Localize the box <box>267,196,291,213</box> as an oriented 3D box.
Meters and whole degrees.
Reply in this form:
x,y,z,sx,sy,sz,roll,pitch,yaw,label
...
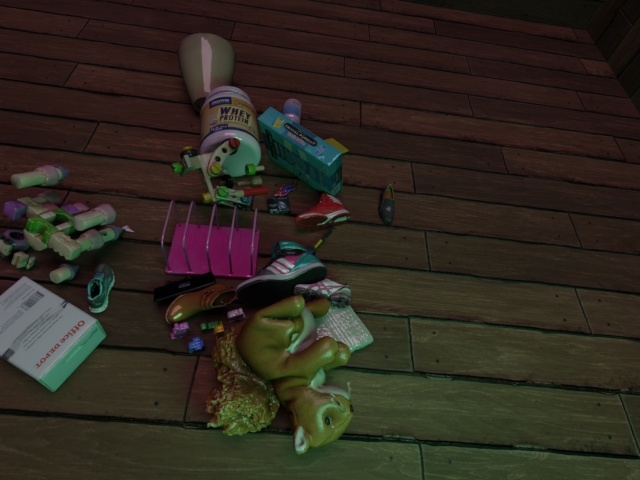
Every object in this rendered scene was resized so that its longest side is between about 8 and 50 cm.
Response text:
x,y,z,sx,sy,sz,roll,pitch,yaw,label
-0.159,-0.133,1.596,0.084,0.018,0.067,-5,55,-13,box

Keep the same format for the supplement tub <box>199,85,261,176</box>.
x,y,z,sx,sy,sz,roll,pitch,yaw,label
-0.358,-0.433,1.649,0.229,0.228,0.316,-3,56,-12,supplement tub

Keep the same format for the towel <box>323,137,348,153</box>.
x,y,z,sx,sy,sz,roll,pitch,yaw,label
0.022,-0.378,1.755,0.102,0.021,0.237,41,38,13,towel

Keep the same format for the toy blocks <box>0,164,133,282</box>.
x,y,z,sx,sy,sz,roll,pitch,yaw,label
-0.808,-0.056,1.348,0.289,0.308,0.260,34,23,1,toy blocks

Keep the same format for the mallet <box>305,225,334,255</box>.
x,y,z,sx,sy,sz,roll,pitch,yaw,label
0.000,0.000,1.500,0.039,0.062,0.189,32,56,12,mallet

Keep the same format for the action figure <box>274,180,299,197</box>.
x,y,z,sx,sy,sz,roll,pitch,yaw,label
-0.136,-0.199,1.643,0.115,0.030,0.038,-34,71,-26,action figure

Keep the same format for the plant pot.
x,y,z,sx,sy,sz,roll,pitch,yaw,label
-0.496,-0.703,1.831,0.257,0.256,0.273,-2,71,-11,plant pot

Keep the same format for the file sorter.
x,y,z,sx,sy,sz,roll,pitch,yaw,label
-0.353,-0.009,1.376,0.291,0.182,0.202,4,55,-6,file sorter

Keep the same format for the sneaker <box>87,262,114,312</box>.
x,y,z,sx,sy,sz,roll,pitch,yaw,label
-0.679,0.134,1.287,0.065,0.076,0.166,-4,56,-13,sneaker

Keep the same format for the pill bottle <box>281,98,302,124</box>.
x,y,z,sx,sy,sz,roll,pitch,yaw,label
-0.130,-0.546,1.852,0.087,0.087,0.160,7,54,-4,pill bottle

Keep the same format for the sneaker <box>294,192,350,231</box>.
x,y,z,sx,sy,sz,roll,pitch,yaw,label
-0.009,-0.109,1.578,0.221,0.087,0.128,-6,47,-28,sneaker

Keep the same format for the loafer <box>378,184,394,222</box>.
x,y,z,sx,sy,sz,roll,pitch,yaw,label
0.264,-0.147,1.648,0.062,0.061,0.169,5,55,-7,loafer

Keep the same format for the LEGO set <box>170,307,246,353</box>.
x,y,z,sx,sy,sz,roll,pitch,yaw,label
-0.325,0.266,1.240,0.227,0.093,0.087,-14,59,-19,LEGO set

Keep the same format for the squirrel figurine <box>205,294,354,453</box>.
x,y,z,sx,sy,sz,roll,pitch,yaw,label
-0.103,0.380,1.127,0.397,0.281,0.370,-23,75,4,squirrel figurine

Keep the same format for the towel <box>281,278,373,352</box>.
x,y,z,sx,sy,sz,roll,pitch,yaw,label
0.013,0.252,1.334,0.187,0.049,0.282,-26,62,-22,towel

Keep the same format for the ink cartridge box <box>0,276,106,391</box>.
x,y,z,sx,sy,sz,roll,pitch,yaw,label
-0.781,0.256,1.160,0.273,0.114,0.197,27,54,11,ink cartridge box

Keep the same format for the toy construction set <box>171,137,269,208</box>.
x,y,z,sx,sy,sz,roll,pitch,yaw,label
-0.347,-0.201,1.380,0.237,0.257,0.309,-13,26,-34,toy construction set

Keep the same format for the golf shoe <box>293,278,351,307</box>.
x,y,z,sx,sy,sz,roll,pitch,yaw,label
0.005,0.161,1.331,0.186,0.067,0.085,11,44,-11,golf shoe

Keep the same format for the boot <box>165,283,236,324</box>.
x,y,z,sx,sy,sz,roll,pitch,yaw,label
-0.358,0.190,1.252,0.197,0.072,0.152,-39,25,-32,boot

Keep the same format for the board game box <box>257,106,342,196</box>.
x,y,z,sx,sy,sz,roll,pitch,yaw,label
-0.070,-0.327,1.597,0.336,0.253,0.079,36,74,16,board game box

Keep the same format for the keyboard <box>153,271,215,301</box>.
x,y,z,sx,sy,sz,roll,pitch,yaw,label
-0.428,0.150,1.328,0.192,0.038,0.100,-16,30,-11,keyboard

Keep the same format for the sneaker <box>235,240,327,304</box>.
x,y,z,sx,sy,sz,roll,pitch,yaw,label
-0.147,0.090,1.358,0.296,0.123,0.178,-14,40,-20,sneaker
